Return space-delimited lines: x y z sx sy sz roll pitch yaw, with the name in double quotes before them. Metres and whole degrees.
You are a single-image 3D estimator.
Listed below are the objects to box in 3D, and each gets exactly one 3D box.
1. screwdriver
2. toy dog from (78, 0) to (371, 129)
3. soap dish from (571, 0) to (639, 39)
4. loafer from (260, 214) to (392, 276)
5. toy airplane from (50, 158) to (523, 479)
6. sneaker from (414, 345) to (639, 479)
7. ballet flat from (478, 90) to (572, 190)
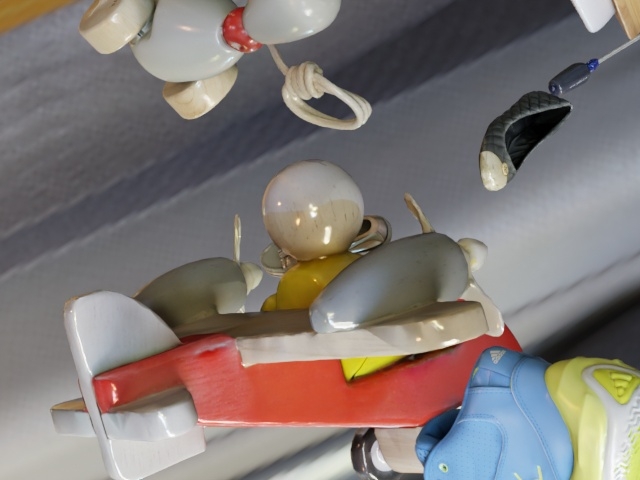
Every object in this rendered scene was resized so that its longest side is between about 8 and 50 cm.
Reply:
"screwdriver" 0.300 -0.197 1.685 0.024 0.170 0.025 9 128 50
"toy dog" -0.084 -0.240 1.610 0.334 0.161 0.220 7 149 34
"soap dish" 0.222 -0.329 1.383 0.229 0.118 0.291 66 -169 21
"loafer" 0.000 0.000 1.419 0.039 0.125 0.045 32 -135 -65
"toy airplane" -0.035 0.065 1.306 0.384 0.386 0.272 28 -115 -76
"sneaker" 0.116 0.153 0.889 0.126 0.091 0.240 23 125 26
"ballet flat" 0.205 -0.106 1.615 0.049 0.173 0.057 2 124 32
